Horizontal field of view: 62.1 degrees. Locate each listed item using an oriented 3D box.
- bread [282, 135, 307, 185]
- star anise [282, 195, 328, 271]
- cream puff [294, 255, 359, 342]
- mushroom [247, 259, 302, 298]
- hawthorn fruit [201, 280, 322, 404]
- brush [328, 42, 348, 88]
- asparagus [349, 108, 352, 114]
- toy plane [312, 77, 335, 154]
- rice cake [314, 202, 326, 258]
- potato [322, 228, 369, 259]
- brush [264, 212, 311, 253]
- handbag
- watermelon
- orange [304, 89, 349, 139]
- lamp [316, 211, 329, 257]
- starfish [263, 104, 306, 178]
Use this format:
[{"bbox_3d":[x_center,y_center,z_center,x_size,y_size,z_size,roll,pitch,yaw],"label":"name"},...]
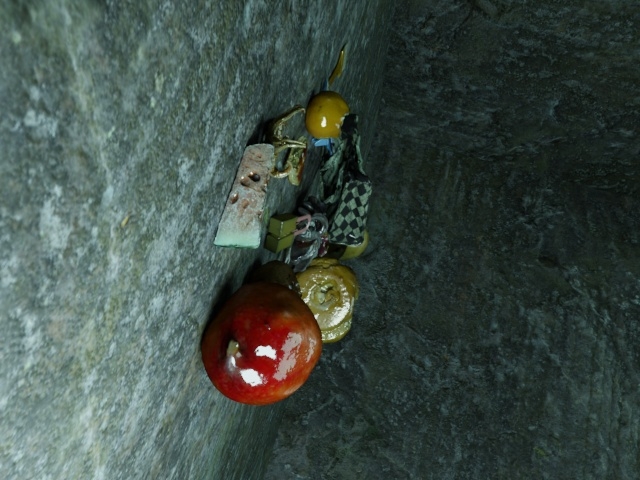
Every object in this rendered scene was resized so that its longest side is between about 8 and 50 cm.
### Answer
[{"bbox_3d":[-0.069,-0.243,1.556,0.154,0.054,0.136,93,14,-84],"label":"bread"},{"bbox_3d":[-0.049,-0.007,1.881,0.316,0.139,0.360,73,29,-61],"label":"star anise"},{"bbox_3d":[0.011,0.236,2.159,0.231,0.327,0.343,52,13,-86],"label":"cream puff"},{"bbox_3d":[-0.146,0.180,1.541,0.253,0.153,0.253,14,90,-73],"label":"mushroom"},{"bbox_3d":[-0.141,0.253,1.255,0.311,0.294,0.295,-60,165,-60],"label":"hawthorn fruit"},{"bbox_3d":[0.054,-0.601,1.903,0.103,0.013,0.272,97,11,-48],"label":"brush"},{"bbox_3d":[0.106,-0.435,2.315,0.382,0.108,0.129,80,28,-70],"label":"asparagus"},{"bbox_3d":[0.025,-0.424,1.801,0.169,0.078,0.247,-116,-151,-58],"label":"toy plane"},{"bbox_3d":[0.007,-0.053,2.535,0.070,0.064,0.399,-21,127,-69],"label":"rice cake"},{"bbox_3d":[0.125,-0.003,2.601,0.285,0.242,0.243,-43,-158,53],"label":"potato"},{"bbox_3d":[-0.090,-0.040,1.658,0.233,0.047,0.103,-27,136,-61],"label":"brush"},{"bbox_3d":[0.095,-0.236,1.934,0.317,0.180,0.416,98,-10,-50],"label":"handbag"},{"bbox_3d":[-0.151,-0.098,1.170,0.154,0.094,0.241,-62,164,-85],"label":"watermelon"},{"bbox_3d":[0.022,-0.386,1.655,0.156,0.134,0.157,-52,153,-41],"label":"orange"},{"bbox_3d":[0.000,0.000,2.385,0.118,0.118,0.253,-43,141,-77],"label":"lamp"},{"bbox_3d":[-0.088,-0.243,1.233,0.190,0.074,0.146,-98,-153,-44],"label":"starfish"}]
